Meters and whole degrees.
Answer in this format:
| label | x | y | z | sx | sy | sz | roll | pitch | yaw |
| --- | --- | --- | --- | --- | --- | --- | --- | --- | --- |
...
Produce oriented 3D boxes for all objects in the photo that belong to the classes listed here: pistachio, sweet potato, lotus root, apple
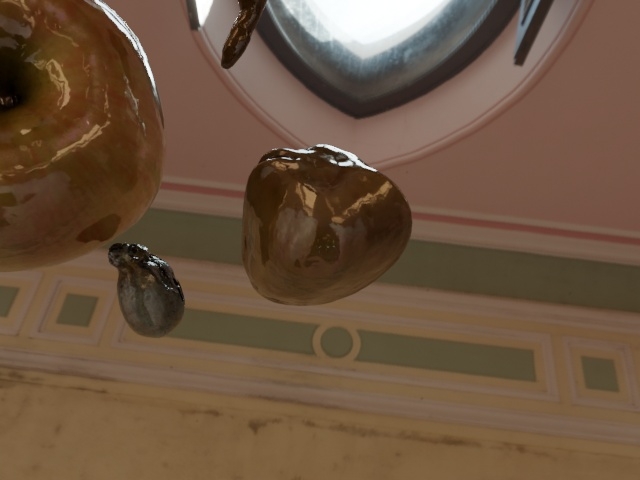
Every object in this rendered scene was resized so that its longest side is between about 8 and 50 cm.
| label | x | y | z | sx | sy | sz | roll | pitch | yaw |
| --- | --- | --- | --- | --- | --- | --- | --- | --- | --- |
| pistachio | 0.000 | 0.000 | 0.683 | 0.212 | 0.261 | 0.163 | 22 | -133 | 5 |
| sweet potato | -0.111 | -0.412 | 0.845 | 0.074 | 0.270 | 0.075 | 16 | -159 | -6 |
| lotus root | -0.236 | 0.070 | 0.714 | 0.088 | 0.165 | 0.088 | -6 | -143 | 4 |
| apple | -0.393 | -0.147 | 0.658 | 0.391 | 0.346 | 0.392 | 2 | -95 | -27 |
